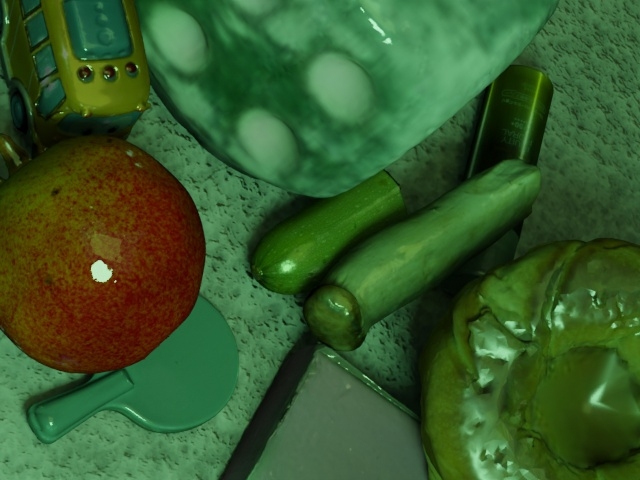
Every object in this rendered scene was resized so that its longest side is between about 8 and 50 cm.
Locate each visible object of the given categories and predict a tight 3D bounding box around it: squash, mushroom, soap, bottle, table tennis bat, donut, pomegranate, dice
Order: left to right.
[{"bbox_3d":[-0.229,0.000,1.362,0.257,0.221,0.221,38,58,7],"label":"pomegranate"},{"bbox_3d":[-0.184,0.133,1.444,0.244,0.040,0.153,-27,87,-37],"label":"table tennis bat"},{"bbox_3d":[0.000,0.000,1.563,0.188,0.095,0.095,-30,91,-28],"label":"squash"},{"bbox_3d":[0.020,-0.265,1.511,0.328,0.348,0.330,49,52,-8],"label":"dice"},{"bbox_3d":[0.044,0.252,1.512,0.259,0.081,0.181,37,60,-17],"label":"soap"},{"bbox_3d":[0.107,0.011,1.545,0.312,0.100,0.081,-34,69,-25],"label":"mushroom"},{"bbox_3d":[0.207,-0.068,1.704,0.082,0.082,0.286,26,64,-21],"label":"bottle"},{"bbox_3d":[0.276,0.168,1.486,0.360,0.170,0.360,1,82,-8],"label":"donut"}]

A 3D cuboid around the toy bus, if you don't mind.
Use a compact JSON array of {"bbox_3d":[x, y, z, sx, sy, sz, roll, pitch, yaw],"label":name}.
[{"bbox_3d":[-0.242,-0.196,1.451,0.126,0.136,0.209,-9,81,-32],"label":"toy bus"}]
